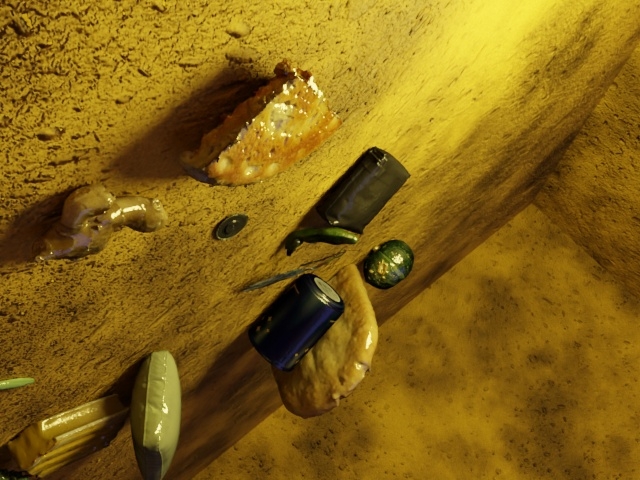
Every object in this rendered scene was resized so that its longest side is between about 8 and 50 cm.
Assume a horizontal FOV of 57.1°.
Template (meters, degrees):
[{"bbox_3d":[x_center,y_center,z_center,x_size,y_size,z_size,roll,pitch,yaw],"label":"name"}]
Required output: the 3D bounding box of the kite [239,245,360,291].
[{"bbox_3d":[-0.056,0.077,1.477,0.310,0.015,0.169,-24,171,24],"label":"kite"}]

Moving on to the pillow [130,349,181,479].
[{"bbox_3d":[-0.408,0.440,1.461,0.120,0.255,0.322,4,145,-13],"label":"pillow"}]

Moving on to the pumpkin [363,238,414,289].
[{"bbox_3d":[0.231,0.080,2.006,0.190,0.146,0.190,-58,-175,9],"label":"pumpkin"}]

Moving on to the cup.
[{"bbox_3d":[-0.077,0.216,1.769,0.178,0.255,0.256,36,102,-32],"label":"cup"}]

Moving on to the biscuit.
[{"bbox_3d":[0.000,0.333,1.829,0.429,0.446,0.104,-43,121,16],"label":"biscuit"}]

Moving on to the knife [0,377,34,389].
[{"bbox_3d":[-0.591,0.261,1.030,0.030,0.014,0.207,-47,159,13],"label":"knife"}]

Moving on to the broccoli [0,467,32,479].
[{"bbox_3d":[-0.700,0.602,1.197,0.247,0.243,0.263,-29,159,20],"label":"broccoli"}]

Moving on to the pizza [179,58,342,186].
[{"bbox_3d":[-0.077,-0.192,0.935,0.336,0.086,0.226,-28,152,-39],"label":"pizza"}]

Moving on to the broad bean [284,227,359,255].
[{"bbox_3d":[-0.005,-0.006,1.425,0.196,0.061,0.046,-12,-151,22],"label":"broad bean"}]

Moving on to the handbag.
[{"bbox_3d":[0.120,-0.116,1.476,0.223,0.080,0.247,-46,160,12],"label":"handbag"}]

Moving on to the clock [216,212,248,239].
[{"bbox_3d":[-0.180,-0.029,1.195,0.074,0.010,0.083,-44,161,8],"label":"clock"}]

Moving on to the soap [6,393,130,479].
[{"bbox_3d":[-0.586,0.457,1.355,0.160,0.080,0.258,-53,158,23],"label":"soap"}]

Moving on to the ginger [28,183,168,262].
[{"bbox_3d":[-0.323,-0.021,0.878,0.133,0.059,0.214,-55,159,14],"label":"ginger"}]
